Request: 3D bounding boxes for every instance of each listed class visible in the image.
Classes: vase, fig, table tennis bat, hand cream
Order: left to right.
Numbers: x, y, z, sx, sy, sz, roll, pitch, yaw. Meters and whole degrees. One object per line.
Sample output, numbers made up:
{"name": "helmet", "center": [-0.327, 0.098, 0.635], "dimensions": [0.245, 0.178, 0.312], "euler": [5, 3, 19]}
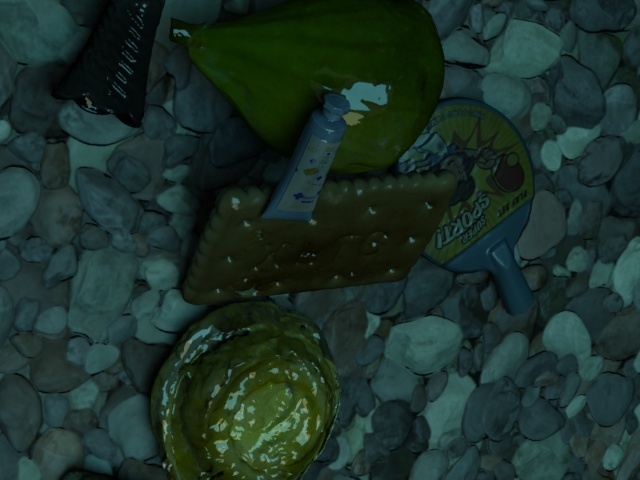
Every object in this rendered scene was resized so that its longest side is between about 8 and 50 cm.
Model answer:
{"name": "vase", "center": [-0.212, -0.255, 1.527], "dimensions": [0.115, 0.115, 0.237], "euler": [20, 88, -30]}
{"name": "hand cream", "center": [-0.011, -0.086, 1.506], "dimensions": [0.065, 0.043, 0.171], "euler": [4, 128, -27]}
{"name": "fig", "center": [-0.011, -0.191, 1.603], "dimensions": [0.314, 0.233, 0.233], "euler": [1, 103, 1]}
{"name": "table tennis bat", "center": [0.209, -0.039, 1.830], "dimensions": [0.215, 0.044, 0.329], "euler": [-36, 114, -17]}

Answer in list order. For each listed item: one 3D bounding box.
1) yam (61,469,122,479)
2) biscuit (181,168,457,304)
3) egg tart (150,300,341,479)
{"name": "yam", "center": [-0.182, 0.360, 1.706], "dimensions": [0.317, 0.067, 0.071], "euler": [26, 69, -30]}
{"name": "biscuit", "center": [0.000, 0.000, 1.663], "dimensions": [0.324, 0.044, 0.217], "euler": [-5, 145, -27]}
{"name": "egg tart", "center": [-0.083, 0.213, 1.709], "dimensions": [0.278, 0.095, 0.279], "euler": [-6, 104, -27]}
